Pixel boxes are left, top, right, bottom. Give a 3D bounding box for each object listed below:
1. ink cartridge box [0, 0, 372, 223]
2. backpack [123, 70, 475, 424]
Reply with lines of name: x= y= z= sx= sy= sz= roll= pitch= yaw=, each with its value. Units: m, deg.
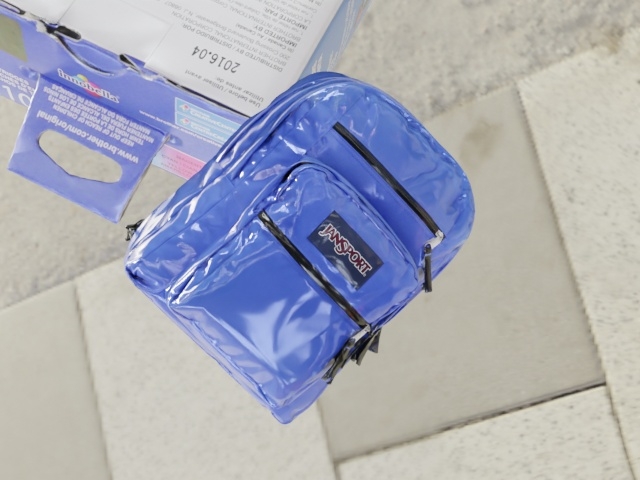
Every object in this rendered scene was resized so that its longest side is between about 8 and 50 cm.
ink cartridge box: x=-0.105 y=-0.209 z=0.876 sx=0.270 sy=0.151 sz=0.396 roll=25 pitch=64 yaw=6
backpack: x=0.000 y=0.000 z=0.425 sx=0.120 sy=0.098 sz=0.101 roll=-44 pitch=19 yaw=-2
